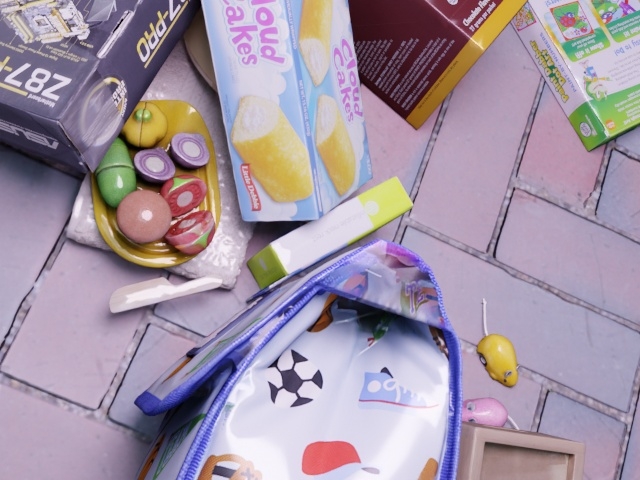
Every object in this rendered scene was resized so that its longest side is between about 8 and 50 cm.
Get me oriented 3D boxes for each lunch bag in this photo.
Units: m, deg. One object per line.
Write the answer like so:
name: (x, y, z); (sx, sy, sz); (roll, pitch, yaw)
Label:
lunch bag: (-0.045, 0.199, 0.657); (0.238, 0.328, 0.386); (22, 76, -10)

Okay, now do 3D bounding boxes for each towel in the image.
towel: (-0.136, -0.101, 0.885); (0.187, 0.049, 0.282); (19, 70, -8)

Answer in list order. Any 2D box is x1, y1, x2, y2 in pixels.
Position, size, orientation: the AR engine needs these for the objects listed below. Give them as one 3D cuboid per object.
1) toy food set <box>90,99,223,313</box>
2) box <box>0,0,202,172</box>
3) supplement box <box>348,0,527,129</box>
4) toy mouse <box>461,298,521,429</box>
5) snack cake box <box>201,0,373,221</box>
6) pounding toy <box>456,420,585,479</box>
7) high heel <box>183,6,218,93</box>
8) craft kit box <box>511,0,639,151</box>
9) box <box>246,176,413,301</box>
toy food set: (-0.157, -0.048, 0.801); (0.128, 0.071, 0.218); (-6, 77, -16)
box: (-0.315, -0.272, 0.794); (0.394, 0.097, 0.318); (20, 66, 15)
supplement box: (0.105, -0.267, 0.925); (0.194, 0.191, 0.129); (40, 67, 0)
toy mouse: (0.162, 0.158, 0.895); (0.143, 0.031, 0.161); (-21, 80, -20)
snack cake box: (-0.029, -0.166, 0.810); (0.152, 0.089, 0.265); (-39, 124, -57)
pounding toy: (0.203, 0.300, 0.835); (0.180, 0.094, 0.206); (11, 82, -16)
high heel: (-0.059, -0.255, 0.910); (0.186, 0.093, 0.261); (8, 63, -39)
craft kit box: (0.394, -0.274, 1.082); (0.249, 0.061, 0.247); (-25, 79, -21)
box: (0.000, 0.000, 0.857); (0.178, 0.109, 0.042); (-28, 88, -21)
